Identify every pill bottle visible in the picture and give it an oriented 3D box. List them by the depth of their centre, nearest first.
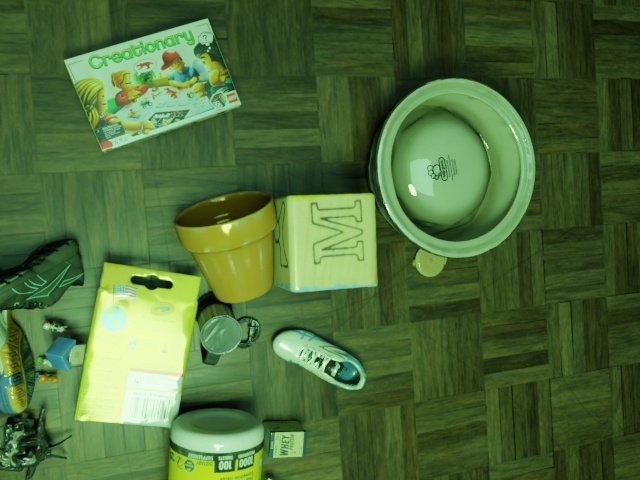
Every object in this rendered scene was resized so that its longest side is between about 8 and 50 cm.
[{"bbox_3d":[-0.215,0.526,1.193,0.188,0.188,0.333,3,92,-18],"label":"pill bottle"}]

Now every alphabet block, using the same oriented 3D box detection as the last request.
[{"bbox_3d":[0.000,0.000,1.284,0.194,0.192,0.196,-3,93,-20],"label":"alphabet block"}]

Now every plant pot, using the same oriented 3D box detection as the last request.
[{"bbox_3d":[-0.178,0.019,1.234,0.205,0.205,0.187,-19,112,-17],"label":"plant pot"}]

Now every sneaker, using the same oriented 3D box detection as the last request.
[{"bbox_3d":[-0.544,0.091,1.106,0.267,0.101,0.106,-42,126,-52],"label":"sneaker"},{"bbox_3d":[-0.646,0.196,1.129,0.131,0.112,0.296,-19,85,-8],"label":"sneaker"},{"bbox_3d":[0.002,0.269,1.345,0.237,0.086,0.085,27,85,-15],"label":"sneaker"}]

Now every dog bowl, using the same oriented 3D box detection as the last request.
[{"bbox_3d":[0.290,-0.165,1.395,0.409,0.150,0.407,-1,92,-18],"label":"dog bowl"}]

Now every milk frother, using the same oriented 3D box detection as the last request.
[{"bbox_3d":[-0.187,0.191,1.253,0.143,0.135,0.129,-4,106,-16],"label":"milk frother"}]

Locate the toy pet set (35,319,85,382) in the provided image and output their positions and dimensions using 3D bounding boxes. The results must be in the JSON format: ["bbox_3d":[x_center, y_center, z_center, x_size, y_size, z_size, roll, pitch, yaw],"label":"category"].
[{"bbox_3d":[-0.524,0.223,1.154,0.114,0.065,0.122,8,87,21],"label":"toy pet set"}]

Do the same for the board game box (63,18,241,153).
[{"bbox_3d":[-0.343,-0.322,1.236,0.306,0.053,0.192,-24,98,-16],"label":"board game box"}]

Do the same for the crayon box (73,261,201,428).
[{"bbox_3d":[-0.372,0.213,1.224,0.203,0.081,0.318,11,88,-18],"label":"crayon box"}]

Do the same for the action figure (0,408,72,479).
[{"bbox_3d":[-0.624,0.399,1.116,0.276,0.141,0.163,12,99,-17],"label":"action figure"}]

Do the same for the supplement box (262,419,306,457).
[{"bbox_3d":[-0.082,0.440,1.321,0.083,0.083,0.056,4,90,-18],"label":"supplement box"}]

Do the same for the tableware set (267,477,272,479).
[{"bbox_3d":[-0.167,0.562,1.322,0.194,0.039,0.128,37,92,-9],"label":"tableware set"}]

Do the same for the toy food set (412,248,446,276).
[{"bbox_3d":[0.268,0.047,1.459,0.083,0.020,0.083,39,80,-15],"label":"toy food set"}]
